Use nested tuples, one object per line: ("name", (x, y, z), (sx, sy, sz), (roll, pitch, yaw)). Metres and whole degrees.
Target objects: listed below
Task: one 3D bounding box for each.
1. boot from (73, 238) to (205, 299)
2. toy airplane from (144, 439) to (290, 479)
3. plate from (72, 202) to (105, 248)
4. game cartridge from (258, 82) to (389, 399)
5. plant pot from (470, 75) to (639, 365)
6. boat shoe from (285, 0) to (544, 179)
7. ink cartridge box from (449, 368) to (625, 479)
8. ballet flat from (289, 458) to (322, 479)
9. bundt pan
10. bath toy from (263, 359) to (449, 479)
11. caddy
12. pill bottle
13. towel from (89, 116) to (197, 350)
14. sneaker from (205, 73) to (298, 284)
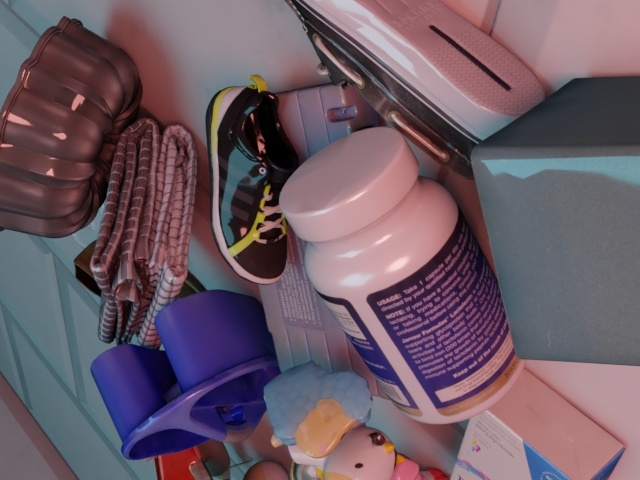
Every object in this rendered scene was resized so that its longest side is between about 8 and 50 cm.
("boot", (-0.305, 0.096, 1.425), (0.305, 0.115, 0.112), (30, 133, 20))
("toy airplane", (-0.187, 0.418, 1.402), (0.384, 0.273, 0.386), (104, 152, -50))
("plate", (-0.451, -0.068, 1.583), (0.277, 0.045, 0.277), (21, 131, 46))
("game cartridge", (0.000, 0.000, 0.947), (0.230, 0.068, 0.354), (5, 110, 53))
("plant pot", (0.256, -0.015, 0.534), (0.234, 0.165, 0.165), (4, 118, 44))
("boat shoe", (0.042, -0.180, 0.730), (0.335, 0.121, 0.119), (48, 142, 16))
("ink cartridge box", (0.219, 0.263, 0.877), (0.134, 0.078, 0.231), (38, 142, 31))
("ballet flat", (0.072, 0.454, 1.221), (0.348, 0.123, 0.123), (55, 148, 7))
("bundt pan", (-0.356, -0.147, 1.179), (0.124, 0.330, 0.330), (21, 144, -6))
("bath toy", (0.063, 0.272, 0.967), (0.348, 0.129, 0.151), (57, -170, -45))
("caddy", (-0.158, 0.207, 1.150), (0.179, 0.241, 0.341), (58, -170, 17))
("pill bottle", (0.079, 0.035, 0.762), (0.153, 0.153, 0.264), (10, 140, 51))
("towel", (-0.264, -0.003, 1.182), (0.235, 0.121, 0.283), (120, 155, -52))
("sneaker", (-0.069, -0.060, 0.889), (0.097, 0.084, 0.234), (3, 108, 48))
